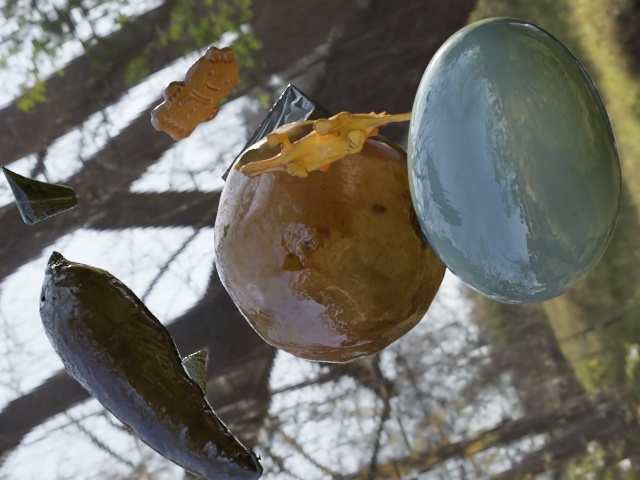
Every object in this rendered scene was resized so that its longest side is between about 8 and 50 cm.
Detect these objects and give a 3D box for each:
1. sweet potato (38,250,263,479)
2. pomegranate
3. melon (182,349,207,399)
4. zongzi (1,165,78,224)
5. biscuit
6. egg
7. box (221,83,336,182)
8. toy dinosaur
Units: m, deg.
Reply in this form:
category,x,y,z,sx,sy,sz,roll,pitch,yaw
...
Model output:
category,x,y,z,sx,sy,sz,roll,pitch,yaw
sweet potato,-0.211,0.165,1.492,0.422,0.130,0.130,44,179,29
pomegranate,0.000,0.000,2.048,0.411,0.411,0.411,-23,-90,-79
melon,-0.247,0.308,2.390,0.093,0.202,0.139,-3,-130,-51
zongzi,-0.486,-0.096,2.173,0.052,0.104,0.113,-158,45,-75
biscuit,-0.204,-0.243,2.100,0.027,0.184,0.133,51,-178,33
egg,0.208,-0.082,1.352,0.371,0.230,0.230,71,-174,-45
box,-0.048,-0.149,2.384,0.149,0.231,0.155,33,-171,-32
toy dinosaur,0.027,-0.138,1.685,0.117,0.288,0.070,-18,-92,-78
